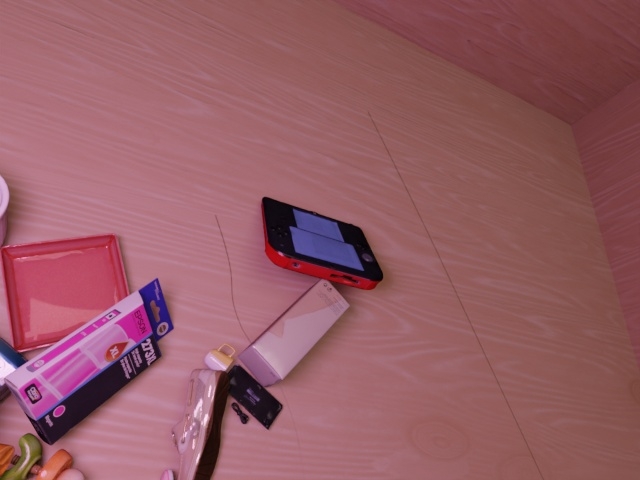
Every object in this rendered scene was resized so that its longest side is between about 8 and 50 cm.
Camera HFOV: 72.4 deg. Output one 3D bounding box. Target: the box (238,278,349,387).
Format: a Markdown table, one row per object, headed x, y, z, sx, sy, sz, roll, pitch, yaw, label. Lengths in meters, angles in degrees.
| x | y | z | sx | sy | sz | roll | pitch | yaw | label |
| --- | --- | --- | --- | --- | --- | --- | --- | --- | --- |
| -0.072 | 0.259 | 1.254 | 0.121 | 0.148 | 0.311 | 48 | 52 | 1 | box |

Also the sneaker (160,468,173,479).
| x | y | z | sx | sy | sz | roll | pitch | yaw | label |
| --- | --- | --- | --- | --- | --- | --- | --- | --- | --- |
| -0.375 | 0.586 | 0.979 | 0.070 | 0.051 | 0.135 | 18 | 63 | -26 | sneaker |

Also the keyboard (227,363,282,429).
| x | y | z | sx | sy | sz | roll | pitch | yaw | label |
| --- | --- | --- | --- | --- | --- | --- | --- | --- | --- |
| -0.195 | 0.431 | 1.176 | 0.180 | 0.023 | 0.108 | 43 | 47 | -3 | keyboard |

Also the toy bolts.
| x | y | z | sx | sy | sz | roll | pitch | yaw | label |
| --- | --- | --- | --- | --- | --- | --- | --- | --- | --- |
| -0.576 | 0.506 | 0.817 | 0.158 | 0.218 | 0.229 | 26 | 63 | 1 | toy bolts |

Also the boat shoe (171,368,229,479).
| x | y | z | sx | sy | sz | roll | pitch | yaw | label |
| --- | --- | --- | --- | --- | --- | --- | --- | --- | --- |
| -0.303 | 0.467 | 1.059 | 0.098 | 0.109 | 0.303 | 2 | 67 | 12 | boat shoe |

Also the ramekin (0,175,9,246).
| x | y | z | sx | sy | sz | roll | pitch | yaw | label |
| --- | --- | --- | --- | --- | --- | --- | --- | --- | --- |
| -0.840 | -0.053 | 0.953 | 0.276 | 0.135 | 0.278 | 16 | 45 | -16 | ramekin |

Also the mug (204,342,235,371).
| x | y | z | sx | sy | sz | roll | pitch | yaw | label |
| --- | --- | --- | --- | --- | --- | --- | --- | --- | --- |
| -0.271 | 0.318 | 1.169 | 0.064 | 0.062 | 0.078 | 37 | 48 | 3 | mug |

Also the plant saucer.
| x | y | z | sx | sy | sz | roll | pitch | yaw | label |
| --- | --- | --- | --- | --- | --- | --- | --- | --- | --- |
| -0.619 | 0.122 | 1.078 | 0.258 | 0.047 | 0.259 | -10 | 72 | -32 | plant saucer |

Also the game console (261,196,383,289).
| x | y | z | sx | sy | sz | roll | pitch | yaw | label |
| --- | --- | --- | --- | --- | --- | --- | --- | --- | --- |
| 0.000 | 0.000 | 1.389 | 0.386 | 0.060 | 0.342 | 17 | 32 | -21 | game console |

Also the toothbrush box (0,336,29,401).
| x | y | z | sx | sy | sz | roll | pitch | yaw | label |
| --- | --- | --- | --- | --- | --- | --- | --- | --- | --- |
| -0.776 | 0.241 | 0.859 | 0.295 | 0.126 | 0.216 | 43 | 67 | -3 | toothbrush box |

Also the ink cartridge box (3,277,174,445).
| x | y | z | sx | sy | sz | roll | pitch | yaw | label |
| --- | --- | --- | --- | --- | --- | --- | --- | --- | --- |
| -0.479 | 0.256 | 0.989 | 0.069 | 0.176 | 0.371 | 15 | 37 | 28 | ink cartridge box |
